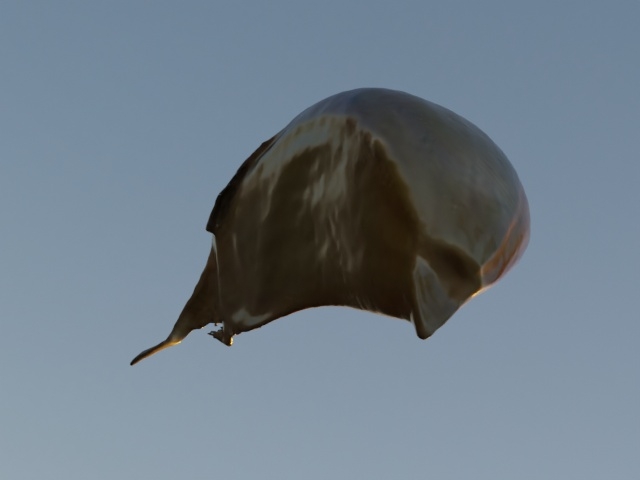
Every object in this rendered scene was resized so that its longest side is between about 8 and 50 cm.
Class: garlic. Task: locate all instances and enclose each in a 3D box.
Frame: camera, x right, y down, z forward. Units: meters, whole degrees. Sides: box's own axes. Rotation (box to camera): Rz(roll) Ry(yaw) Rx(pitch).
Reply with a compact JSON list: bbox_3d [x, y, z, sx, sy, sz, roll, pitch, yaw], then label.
[{"bbox_3d":[-0.001,-0.009,1.223,0.338,0.196,0.151,-9,-49,48],"label":"garlic"}]
